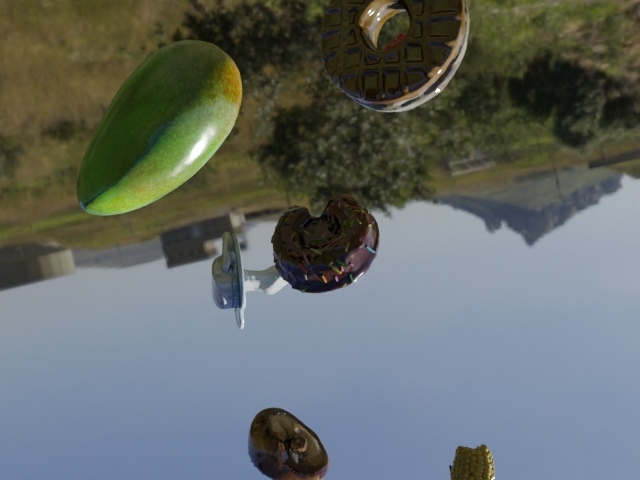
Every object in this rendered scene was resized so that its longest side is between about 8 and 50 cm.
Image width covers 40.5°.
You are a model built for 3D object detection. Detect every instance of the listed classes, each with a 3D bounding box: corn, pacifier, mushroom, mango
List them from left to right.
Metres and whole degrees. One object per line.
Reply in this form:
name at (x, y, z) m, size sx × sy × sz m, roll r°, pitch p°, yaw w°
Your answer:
mango at (-0.283, -0.193, 1.516) m, size 0.382 × 0.201 × 0.225 m, roll -52°, pitch -148°, yaw -18°
pacifier at (-0.166, 0.085, 2.143) m, size 0.207 × 0.227 × 0.279 m, roll -3°, pitch 152°, yaw -9°
mushroom at (-0.087, 0.515, 2.131) m, size 0.138 × 0.231 × 0.194 m, roll -50°, pitch -167°, yaw 0°
corn at (0.321, 0.592, 1.847) m, size 0.115 × 0.317 × 0.115 m, roll 6°, pitch 158°, yaw 2°

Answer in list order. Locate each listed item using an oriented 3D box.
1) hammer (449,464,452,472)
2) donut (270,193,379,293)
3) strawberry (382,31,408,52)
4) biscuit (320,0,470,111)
hammer at (0.364, 0.618, 2.092) m, size 0.021 × 0.178 × 0.065 m, roll -34°, pitch 160°, yaw -18°
donut at (0.001, 0.000, 1.765) m, size 0.230 × 0.216 × 0.096 m, roll 2°, pitch 144°, yaw 21°
strawberry at (0.178, -0.392, 1.920) m, size 0.140 × 0.085 × 0.192 m, roll -15°, pitch 144°, yaw -41°
biscuit at (0.147, -0.422, 1.757) m, size 0.332 × 0.332 × 0.103 m, roll -10°, pitch 169°, yaw 29°
